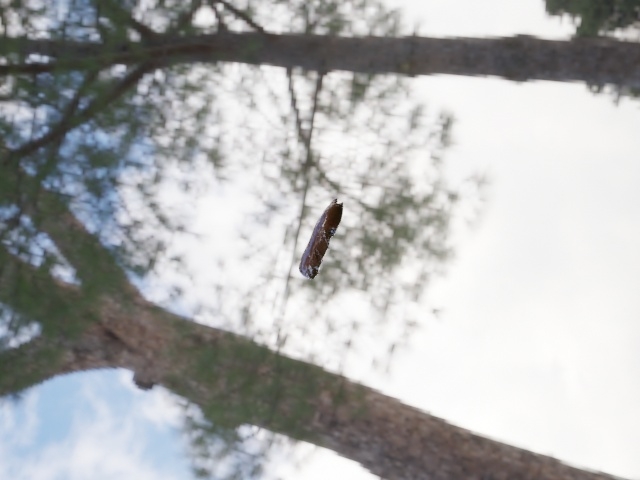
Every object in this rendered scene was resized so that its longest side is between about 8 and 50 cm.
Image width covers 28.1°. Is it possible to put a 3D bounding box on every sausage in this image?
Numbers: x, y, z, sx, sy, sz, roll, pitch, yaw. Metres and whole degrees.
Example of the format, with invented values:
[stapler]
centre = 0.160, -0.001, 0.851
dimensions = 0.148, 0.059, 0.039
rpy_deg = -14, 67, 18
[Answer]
[sausage]
centre = 0.000, 0.000, 1.940
dimensions = 0.042, 0.036, 0.158
rpy_deg = -99, 23, -43
